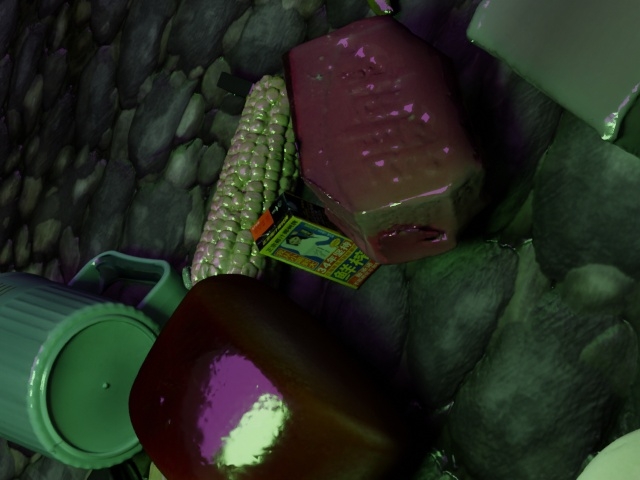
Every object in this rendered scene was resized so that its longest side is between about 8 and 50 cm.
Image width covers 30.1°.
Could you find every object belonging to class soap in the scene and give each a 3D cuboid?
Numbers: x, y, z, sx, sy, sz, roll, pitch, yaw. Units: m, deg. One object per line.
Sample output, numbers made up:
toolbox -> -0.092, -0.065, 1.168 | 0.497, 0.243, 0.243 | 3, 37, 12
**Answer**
soap -> 0.322, -0.268, 1.264 | 0.285, 0.107, 0.296 | -55, 39, 15
soap -> 0.077, -0.119, 1.413 | 0.220, 0.127, 0.324 | -21, 55, 15

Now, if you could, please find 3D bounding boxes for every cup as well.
cup -> -0.369, 0.183, 1.799 | 0.311, 0.331, 0.256 | 9, 113, 50

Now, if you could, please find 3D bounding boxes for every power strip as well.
power strip -> -0.120, -0.234, 1.833 | 0.111, 0.038, 0.029 | 28, 96, 53

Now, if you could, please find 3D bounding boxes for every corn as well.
corn -> -0.094, -0.064, 1.655 | 0.127, 0.127, 0.335 | -7, 65, 48

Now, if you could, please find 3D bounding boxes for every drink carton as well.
drink carton -> 0.000, 0.000, 1.469 | 0.071, 0.166, 0.056 | -48, 42, 23

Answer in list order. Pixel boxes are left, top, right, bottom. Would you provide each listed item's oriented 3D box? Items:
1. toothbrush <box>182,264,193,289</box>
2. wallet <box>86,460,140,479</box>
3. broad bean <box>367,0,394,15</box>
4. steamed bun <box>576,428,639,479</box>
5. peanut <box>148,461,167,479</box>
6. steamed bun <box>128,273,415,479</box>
toothbrush -> -0.165, 0.147, 1.710 | 0.021, 0.024, 0.288 | -42, 45, 26
wallet -> -0.367, 0.532, 1.736 | 0.406, 0.062, 0.228 | -58, 39, 14
broad bean -> 0.083, -0.462, 1.682 | 0.077, 0.061, 0.339 | -32, 49, 47
steamed bun -> 0.291, 0.271, 1.003 | 0.164, 0.146, 0.241 | 24, 91, 48
peanut -> -0.182, 0.375, 1.548 | 0.123, 0.124, 0.256 | 21, 99, 52
steamed bun -> -0.078, 0.194, 1.400 | 0.235, 0.248, 0.379 | -58, 38, 11
